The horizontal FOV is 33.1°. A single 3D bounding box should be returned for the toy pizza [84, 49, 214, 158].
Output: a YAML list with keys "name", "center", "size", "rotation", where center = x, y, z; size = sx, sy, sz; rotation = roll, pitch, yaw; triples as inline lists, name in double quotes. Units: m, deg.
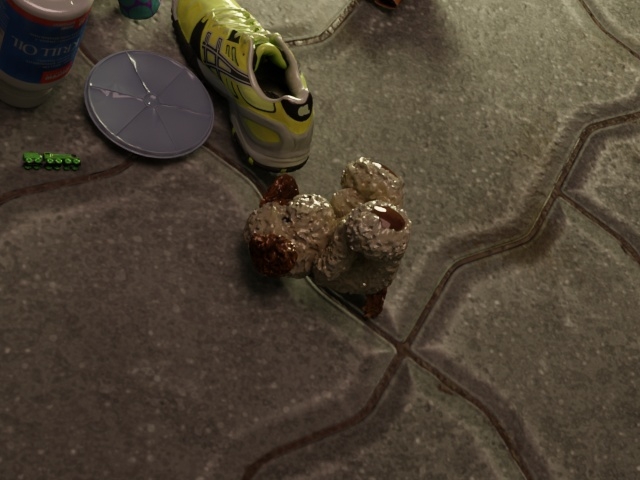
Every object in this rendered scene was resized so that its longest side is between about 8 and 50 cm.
- name: "toy pizza"
  center: [-0.260, -0.204, 1.634]
  size: [0.201, 0.032, 0.201]
  rotation: [12, 56, -19]

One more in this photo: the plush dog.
- name: "plush dog"
  center: [0.000, 0.000, 1.565]
  size: [0.225, 0.211, 0.262]
  rotation: [10, 25, -4]

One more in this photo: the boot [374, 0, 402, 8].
- name: "boot"
  center: [0.163, -0.482, 2.009]
  size: [0.197, 0.073, 0.152]
  rotation: [20, 50, 1]

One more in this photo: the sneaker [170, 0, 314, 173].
- name: "sneaker"
  center: [-0.108, -0.289, 1.686]
  size: [0.145, 0.147, 0.385]
  rotation: [-18, 61, -32]

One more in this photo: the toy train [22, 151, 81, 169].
- name: "toy train"
  center: [-0.381, -0.113, 1.524]
  size: [0.083, 0.017, 0.024]
  rotation: [-1, 49, -27]

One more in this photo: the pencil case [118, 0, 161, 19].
- name: "pencil case"
  center: [-0.295, -0.424, 1.686]
  size: [0.070, 0.152, 0.064]
  rotation: [-17, 50, -7]

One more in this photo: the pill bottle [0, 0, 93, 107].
- name: "pill bottle"
  center: [-0.397, -0.286, 1.497]
  size: [0.124, 0.221, 0.124]
  rotation: [13, 55, -18]
